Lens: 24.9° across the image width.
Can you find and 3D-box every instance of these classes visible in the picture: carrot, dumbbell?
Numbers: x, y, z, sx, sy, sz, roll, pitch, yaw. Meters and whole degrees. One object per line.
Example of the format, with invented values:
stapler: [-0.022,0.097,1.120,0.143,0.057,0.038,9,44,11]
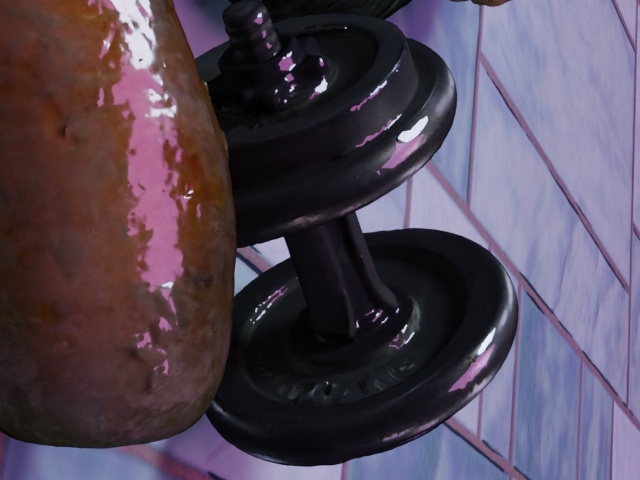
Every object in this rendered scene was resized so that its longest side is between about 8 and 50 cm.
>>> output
carrot: [-0.111,-0.058,0.635,0.138,0.138,0.302,-29,113,-64]
dumbbell: [0.000,0.000,0.802,0.192,0.192,0.290,-64,142,-49]

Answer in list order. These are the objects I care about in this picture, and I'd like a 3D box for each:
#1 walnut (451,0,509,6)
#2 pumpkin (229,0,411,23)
walnut: [0.145,-0.305,1.185,0.198,0.198,0.245,53,47,-52]
pumpkin: [0.002,-0.231,0.896,0.211,0.152,0.212,-44,143,-48]
